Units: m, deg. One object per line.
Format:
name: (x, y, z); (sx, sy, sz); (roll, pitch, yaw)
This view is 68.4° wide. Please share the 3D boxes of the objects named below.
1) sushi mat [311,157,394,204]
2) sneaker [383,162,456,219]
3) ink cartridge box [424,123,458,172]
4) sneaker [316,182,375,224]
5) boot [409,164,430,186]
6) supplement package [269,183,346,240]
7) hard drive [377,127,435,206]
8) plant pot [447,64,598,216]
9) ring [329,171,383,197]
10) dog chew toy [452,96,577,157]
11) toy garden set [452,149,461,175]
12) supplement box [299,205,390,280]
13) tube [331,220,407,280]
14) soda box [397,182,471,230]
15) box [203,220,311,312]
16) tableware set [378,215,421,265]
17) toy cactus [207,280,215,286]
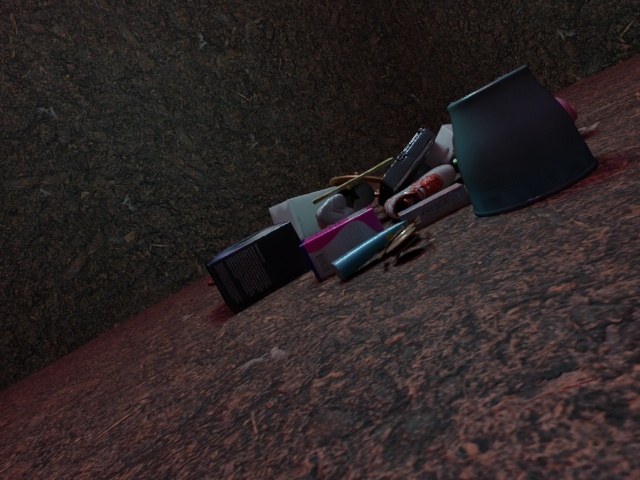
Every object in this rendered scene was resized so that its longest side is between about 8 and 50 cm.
sushi mat: (0.113, -0.209, 1.653); (0.317, 0.019, 0.151); (-28, 7, 11)
sneaker: (0.332, -0.153, 1.507); (0.270, 0.090, 0.145); (-31, 8, 4)
ink cartridge box: (0.483, -0.320, 1.634); (0.218, 0.092, 0.158); (-18, -40, -40)
sneaker: (0.064, -0.115, 1.669); (0.269, 0.101, 0.153); (-31, 8, -36)
boot: (0.497, -0.331, 2.067); (0.338, 0.118, 0.223); (-23, 2, 6)
supplement package: (-0.032, -0.103, 1.970); (0.293, 0.177, 0.175); (-20, 2, -34)
hard drive: (0.302, -0.246, 1.693); (0.237, 0.064, 0.339); (-53, -10, -4)
plant pot: (0.415, -0.227, 1.040); (0.272, 0.255, 0.271); (-28, 7, 4)
ring: (0.204, -0.236, 2.010); (0.337, 0.032, 0.336); (7, -7, 1)
dog chew toy: (0.552, -0.302, 1.331); (0.332, 0.206, 0.206); (-19, 8, 7)
toy garden set: (0.538, -0.317, 1.510); (0.244, 0.049, 0.204); (-26, -37, 21)
supplement box: (0.067, 0.005, 1.292); (0.220, 0.111, 0.114); (-27, 7, 5)
tube: (0.121, 0.017, 1.149); (0.207, 0.052, 0.080); (-36, 0, -12)
soda box: (0.303, -0.087, 1.261); (0.183, 0.058, 0.063); (-27, 7, 6)
box: (-0.217, 0.078, 1.581); (0.294, 0.182, 0.296); (-29, 7, -16)
tableware set: (0.196, 0.004, 1.097); (0.128, 0.039, 0.194); (-42, -2, 12)
toy cactus: (-0.317, 0.155, 1.789); (0.181, 0.112, 0.219); (-4, -6, 11)
